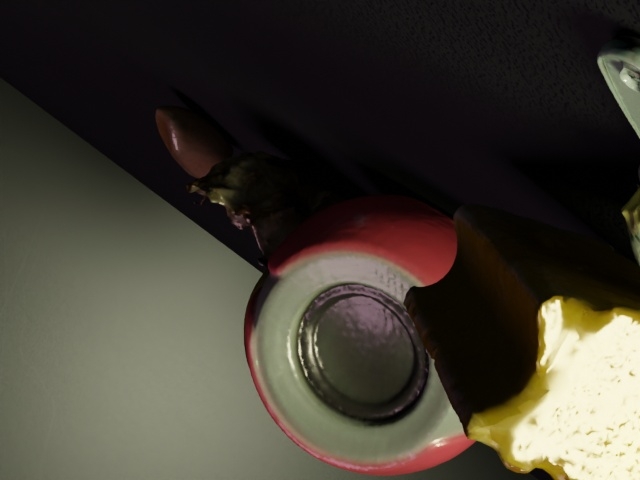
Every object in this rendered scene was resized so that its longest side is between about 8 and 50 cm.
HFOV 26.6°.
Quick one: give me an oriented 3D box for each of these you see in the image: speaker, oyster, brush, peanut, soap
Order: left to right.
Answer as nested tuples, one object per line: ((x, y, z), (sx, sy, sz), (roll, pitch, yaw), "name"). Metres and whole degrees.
((-0.173, -0.136, 1.837), (0.076, 0.076, 0.152), (30, 173, 41), "peanut")
((0.000, 0.000, 1.607), (0.337, 0.133, 0.198), (31, -164, -1), "oyster")
((0.064, 0.106, 1.432), (0.294, 0.294, 0.294), (35, 173, 5), "speaker")
((0.210, 0.093, 0.984), (0.259, 0.143, 0.281), (23, -170, -13), "soap")
((0.205, -0.025, 0.826), (0.068, 0.060, 0.297), (34, 173, 34), "brush")

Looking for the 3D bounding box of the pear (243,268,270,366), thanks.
((0.020, 0.136, 1.863), (0.283, 0.283, 0.283), (35, 173, 5), "pear")
